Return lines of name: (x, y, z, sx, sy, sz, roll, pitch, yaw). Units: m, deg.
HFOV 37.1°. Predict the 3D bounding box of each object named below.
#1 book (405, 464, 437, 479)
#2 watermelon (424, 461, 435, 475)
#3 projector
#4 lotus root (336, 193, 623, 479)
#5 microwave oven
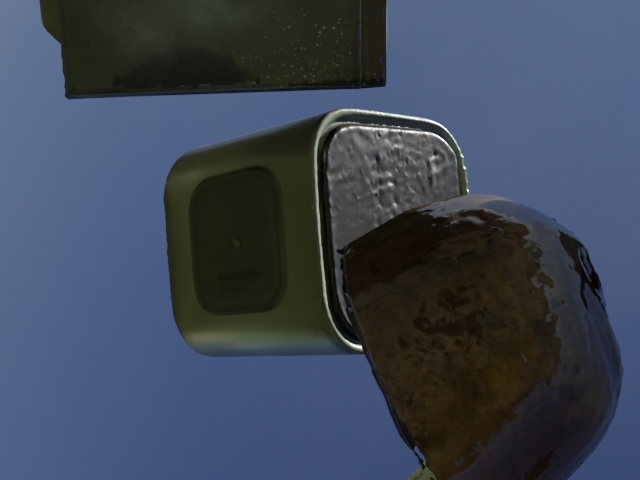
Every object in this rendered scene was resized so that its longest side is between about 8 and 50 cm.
book: (0.174, 0.463, 1.301, 0.289, 0.201, 0.026, 38, -25, 34)
watermelon: (0.266, 0.353, 1.330, 0.119, 0.245, 0.063, 111, 2, -71)
projector: (0.000, 0.000, 1.071, 0.249, 0.249, 0.248, -8, -95, 46)
lotus root: (0.148, 0.087, 0.791, 0.192, 0.272, 0.272, -28, -132, 4)
microwave oven: (-0.112, -0.374, 0.930, 0.236, 0.375, 0.431, -115, -157, -69)
